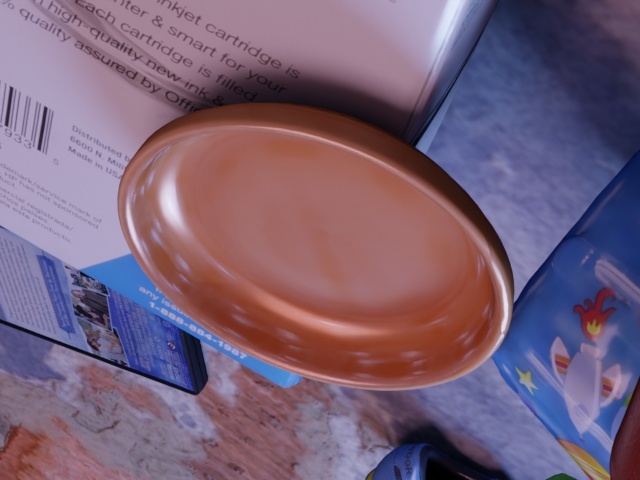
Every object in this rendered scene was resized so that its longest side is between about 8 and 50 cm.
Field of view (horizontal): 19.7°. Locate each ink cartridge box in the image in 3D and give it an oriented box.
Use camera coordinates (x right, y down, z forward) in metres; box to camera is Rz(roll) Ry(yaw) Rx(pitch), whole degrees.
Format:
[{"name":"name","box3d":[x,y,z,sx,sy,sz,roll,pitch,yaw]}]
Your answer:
[{"name":"ink cartridge box","box3d":[-0.061,-0.138,0.949,0.285,0.166,0.395,30,146,5]}]

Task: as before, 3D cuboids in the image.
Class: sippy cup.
[{"name":"sippy cup","box3d":[0.216,0.065,0.935,0.224,0.305,0.240,40,-173,9]}]

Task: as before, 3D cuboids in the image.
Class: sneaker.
[{"name":"sneaker","box3d":[0.126,0.220,1.308,0.209,0.069,0.082,40,141,-8]}]

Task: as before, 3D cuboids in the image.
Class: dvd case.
[{"name":"dvd case","box3d":[-0.206,0.017,1.379,0.253,0.022,0.180,18,143,22]}]

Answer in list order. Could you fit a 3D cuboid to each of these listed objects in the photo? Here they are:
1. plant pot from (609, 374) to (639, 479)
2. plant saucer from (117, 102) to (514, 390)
[{"name":"plant pot","box3d":[0.247,0.019,0.666,0.272,0.272,0.265,27,115,11]},{"name":"plant saucer","box3d":[0.000,0.000,0.893,0.200,0.037,0.200,14,145,10]}]
